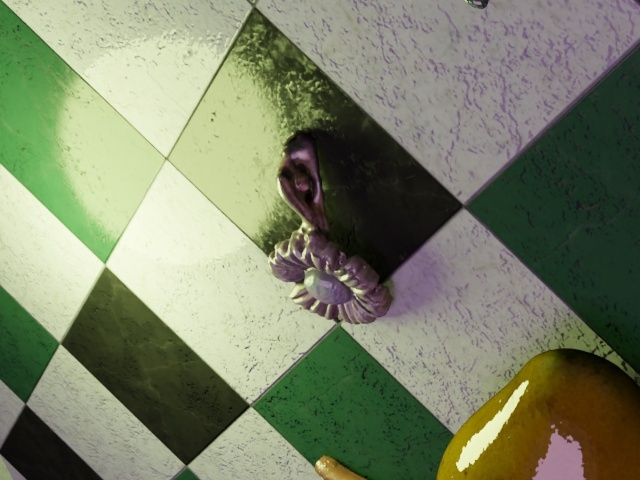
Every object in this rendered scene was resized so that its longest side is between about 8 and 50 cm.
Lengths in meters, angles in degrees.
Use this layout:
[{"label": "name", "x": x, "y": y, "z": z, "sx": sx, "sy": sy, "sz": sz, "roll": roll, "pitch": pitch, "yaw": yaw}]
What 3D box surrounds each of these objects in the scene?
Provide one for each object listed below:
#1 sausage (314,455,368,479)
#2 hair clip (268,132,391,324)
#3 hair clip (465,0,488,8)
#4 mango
[{"label": "sausage", "x": 0.073, "y": 0.407, "z": 1.722, "sx": 0.186, "sy": 0.043, "sz": 0.043, "roll": 21, "pitch": 136, "yaw": 27}, {"label": "hair clip", "x": -0.005, "y": 0.003, "z": 1.408, "sx": 0.173, "sy": 0.069, "sz": 0.300, "roll": 7, "pitch": 128, "yaw": 37}, {"label": "hair clip", "x": 0.134, "y": -0.337, "z": 1.010, "sx": 0.066, "sy": 0.036, "sz": 0.229, "roll": 0, "pitch": 118, "yaw": 36}, {"label": "mango", "x": 0.286, "y": 0.290, "z": 1.292, "sx": 0.263, "sy": 0.221, "sz": 0.378, "roll": 32, "pitch": 131, "yaw": 22}]
